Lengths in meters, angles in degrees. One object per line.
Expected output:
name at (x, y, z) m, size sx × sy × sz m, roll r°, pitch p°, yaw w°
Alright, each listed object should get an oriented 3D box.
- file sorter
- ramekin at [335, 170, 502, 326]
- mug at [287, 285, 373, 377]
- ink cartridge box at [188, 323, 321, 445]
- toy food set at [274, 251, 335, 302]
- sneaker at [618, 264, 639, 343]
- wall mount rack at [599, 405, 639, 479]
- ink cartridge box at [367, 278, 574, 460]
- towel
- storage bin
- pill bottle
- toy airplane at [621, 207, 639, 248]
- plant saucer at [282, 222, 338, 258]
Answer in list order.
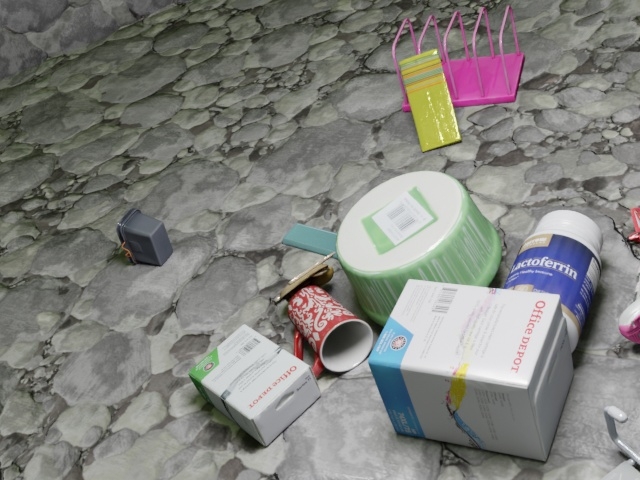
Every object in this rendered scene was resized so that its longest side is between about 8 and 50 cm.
file sorter at (0.350, -0.471, 2.277) m, size 0.291 × 0.182 × 0.202 m, roll -2°, pitch 41°, yaw 24°
ramekin at (0.177, 0.008, 1.702) m, size 0.303 × 0.148 × 0.303 m, roll -21°, pitch 38°, yaw 18°
mug at (-0.004, 0.172, 1.730) m, size 0.150 × 0.113 × 0.169 m, roll -30°, pitch 35°, yaw -13°
ink cartridge box at (-0.124, 0.269, 1.685) m, size 0.153 × 0.087 × 0.208 m, roll -39°, pitch 40°, yaw -22°
toy food set at (-0.026, 0.090, 1.829) m, size 0.132 × 0.192 × 0.038 m, roll -34°, pitch 84°, yaw -17°
sneaker at (0.597, 0.089, 1.562) m, size 0.252 × 0.103 × 0.111 m, roll -32°, pitch 34°, yaw -24°
wall mount rack at (0.432, 0.394, 1.236) m, size 0.350 × 0.130 × 0.304 m, roll -33°, pitch 39°, yaw -13°
ink cartridge box at (0.257, 0.210, 1.486) m, size 0.270 × 0.197 × 0.198 m, roll 5°, pitch 44°, yaw 30°
towel at (0.266, -0.339, 2.167) m, size 0.102 × 0.021 × 0.237 m, roll -16°, pitch 81°, yaw 17°
storage bin at (-0.414, 0.002, 2.120) m, size 0.091 × 0.135 × 0.098 m, roll 15°, pitch 49°, yaw 25°
pill bottle at (0.417, 0.076, 1.610) m, size 0.153 × 0.153 × 0.264 m, roll 5°, pitch 44°, yaw 30°
toy airplane at (0.652, -0.017, 1.711) m, size 0.151 × 0.028 × 0.151 m, roll -13°, pitch 40°, yaw 11°
plant saucer at (0.000, 0.000, 2.010) m, size 0.192 × 0.018 × 0.067 m, roll 16°, pitch 51°, yaw 37°
